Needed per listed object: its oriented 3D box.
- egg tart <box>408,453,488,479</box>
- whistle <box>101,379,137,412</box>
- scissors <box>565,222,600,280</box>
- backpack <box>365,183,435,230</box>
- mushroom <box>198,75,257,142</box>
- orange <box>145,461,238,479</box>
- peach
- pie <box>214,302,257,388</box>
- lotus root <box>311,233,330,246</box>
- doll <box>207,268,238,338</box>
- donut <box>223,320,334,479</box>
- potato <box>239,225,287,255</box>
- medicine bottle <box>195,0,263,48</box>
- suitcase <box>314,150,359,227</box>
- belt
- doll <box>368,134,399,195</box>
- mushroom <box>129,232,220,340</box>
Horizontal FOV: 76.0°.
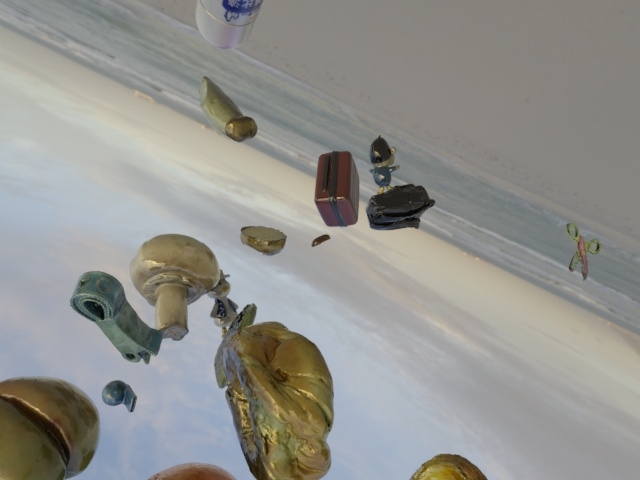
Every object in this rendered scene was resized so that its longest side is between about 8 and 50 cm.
[{"bbox_3d":[0.268,0.537,0.811,0.090,0.212,0.212,26,-173,-31],"label":"egg tart"},{"bbox_3d":[-0.671,0.510,1.350,0.090,0.090,0.158,20,175,-38],"label":"whistle"},{"bbox_3d":[0.803,0.038,1.261,0.134,0.187,0.020,33,148,-2],"label":"scissors"},{"bbox_3d":[0.198,-0.087,1.069,0.165,0.120,0.105,-4,-124,-23],"label":"backpack"},{"bbox_3d":[-0.309,-0.402,1.246,0.107,0.087,0.333,-10,-132,-43],"label":"mushroom"},{"bbox_3d":[-0.385,0.850,1.152,0.424,0.424,0.326,32,159,38],"label":"orange"},{"bbox_3d":[-0.669,0.454,0.931,0.292,0.247,0.292,23,-138,-23],"label":"peach"},{"bbox_3d":[-0.303,0.359,1.443,0.071,0.323,0.323,24,-172,-12],"label":"pie"},{"bbox_3d":[-0.001,-0.002,1.647,0.030,0.083,0.037,63,171,-1],"label":"lotus root"},{"bbox_3d":[-0.398,0.243,1.650,0.119,0.292,0.138,-17,178,43],"label":"doll"},{"bbox_3d":[-0.094,0.341,0.872,0.170,0.359,0.360,-10,-155,-27],"label":"donut"},{"bbox_3d":[-0.216,0.004,1.540,0.164,0.080,0.201,-10,-155,-43],"label":"potato"},{"bbox_3d":[-0.169,-0.512,0.803,0.130,0.130,0.341,24,162,-18],"label":"medicine bottle"},{"bbox_3d":[0.077,-0.224,1.789,0.161,0.296,0.236,-4,146,16],"label":"suitcase"},{"bbox_3d":[-0.428,0.177,0.886,0.088,0.302,0.072,-10,-131,-1],"label":"belt"},{"bbox_3d":[0.188,-0.225,1.229,0.102,0.179,0.089,1,-161,34],"label":"doll"},{"bbox_3d":[-0.486,0.157,1.379,0.315,0.314,0.335,20,-136,-41],"label":"mushroom"}]
